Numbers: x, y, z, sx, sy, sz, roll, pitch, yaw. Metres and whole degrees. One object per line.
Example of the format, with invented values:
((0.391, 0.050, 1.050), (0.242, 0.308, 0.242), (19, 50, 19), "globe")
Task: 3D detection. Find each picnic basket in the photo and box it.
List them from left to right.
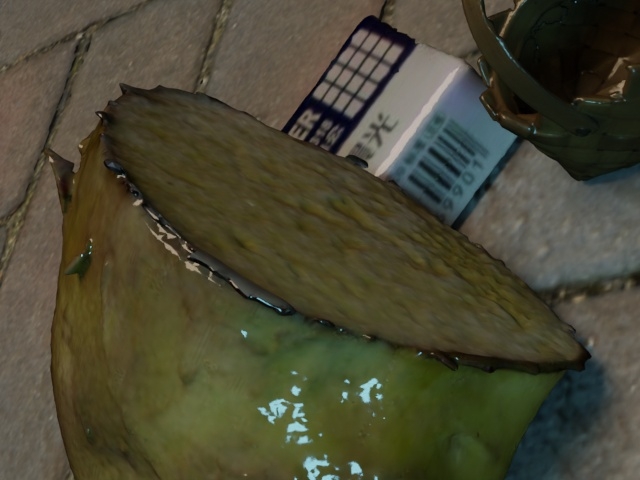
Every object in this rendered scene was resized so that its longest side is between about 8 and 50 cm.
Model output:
((0.146, -0.121, 0.972), (0.137, 0.178, 0.128), (-21, 46, 40), "picnic basket")

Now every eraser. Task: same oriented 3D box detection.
((0.000, 0.000, 1.127), (0.287, 0.086, 0.130), (-54, 34, -1), "eraser")

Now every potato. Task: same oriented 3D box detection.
((-0.040, 0.094, 0.950), (0.237, 0.300, 0.289), (-61, 29, 20), "potato")
